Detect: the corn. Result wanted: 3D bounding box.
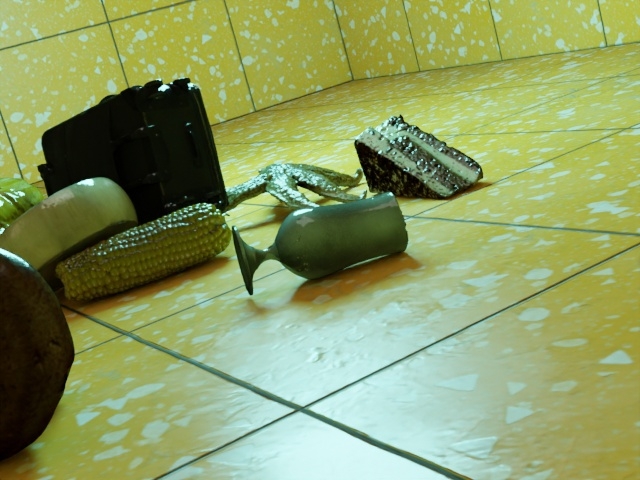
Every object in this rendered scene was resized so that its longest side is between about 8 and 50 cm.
[{"bbox_3d":[-0.276,0.018,1.670,0.310,0.101,0.101,-22,14,-21],"label":"corn"}]

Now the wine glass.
[{"bbox_3d":[0.000,0.000,1.415,0.231,0.103,0.103,-15,12,-8],"label":"wine glass"}]

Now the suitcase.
[{"bbox_3d":[-0.353,-0.139,1.925,0.194,0.283,0.434,-15,1,-45],"label":"suitcase"}]

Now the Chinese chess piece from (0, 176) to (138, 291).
[{"bbox_3d":[-0.429,-0.004,1.734,0.250,0.103,0.250,-34,-6,-4],"label":"Chinese chess piece"}]

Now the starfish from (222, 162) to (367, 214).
[{"bbox_3d":[-0.069,-0.098,1.940,0.327,0.094,0.375,-14,18,-3],"label":"starfish"}]

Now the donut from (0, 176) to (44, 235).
[{"bbox_3d":[-0.739,0.005,2.055,0.449,0.198,0.449,-16,11,3],"label":"donut"}]

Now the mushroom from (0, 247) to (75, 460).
[{"bbox_3d":[-0.392,0.112,1.080,0.267,0.267,0.254,-18,13,-11],"label":"mushroom"}]

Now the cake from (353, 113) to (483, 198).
[{"bbox_3d":[0.180,-0.110,1.815,0.112,0.135,0.246,-34,49,-23],"label":"cake"}]
